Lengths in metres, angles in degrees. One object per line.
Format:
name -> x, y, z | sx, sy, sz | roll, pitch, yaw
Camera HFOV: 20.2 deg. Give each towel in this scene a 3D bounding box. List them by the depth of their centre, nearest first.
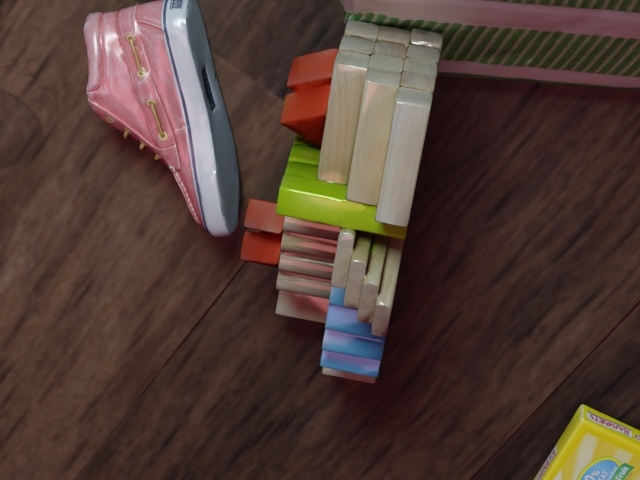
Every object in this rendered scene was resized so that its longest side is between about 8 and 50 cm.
towel -> 0.126, -0.155, 1.081 | 0.247, 0.325, 0.038 | 6, 78, 5

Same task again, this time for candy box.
candy box -> 0.204, 0.230, 1.417 | 0.105, 0.027, 0.206 | 25, 119, -2

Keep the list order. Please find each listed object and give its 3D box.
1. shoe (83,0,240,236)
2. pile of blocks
shoe -> -0.112, -0.084, 1.273 | 0.081, 0.063, 0.178 | -6, 112, 13
pile of blocks -> 0.000, 0.000, 1.202 | 0.112, 0.149, 0.362 | 11, 145, 3
